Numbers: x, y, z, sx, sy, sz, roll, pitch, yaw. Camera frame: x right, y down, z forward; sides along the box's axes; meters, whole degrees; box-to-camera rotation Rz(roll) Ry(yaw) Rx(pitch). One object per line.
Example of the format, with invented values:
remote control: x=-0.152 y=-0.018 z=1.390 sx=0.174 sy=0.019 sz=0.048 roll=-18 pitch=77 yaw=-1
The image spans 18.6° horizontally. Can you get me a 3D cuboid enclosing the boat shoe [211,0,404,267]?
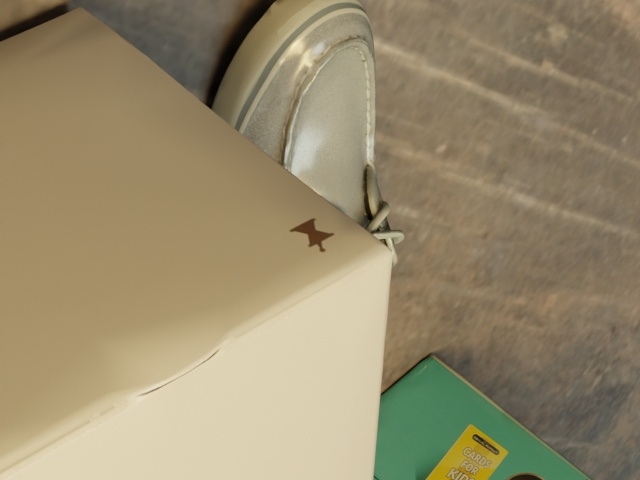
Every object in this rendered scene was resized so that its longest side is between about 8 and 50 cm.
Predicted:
boat shoe: x=-0.001 y=0.001 z=0.826 sx=0.079 sy=0.081 sz=0.228 roll=-23 pitch=138 yaw=-38

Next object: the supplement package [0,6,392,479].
supplement package: x=-0.101 y=0.100 z=0.708 sx=0.177 sy=0.175 sz=0.293 roll=-28 pitch=141 yaw=-31

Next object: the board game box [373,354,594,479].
board game box: x=0.162 y=0.244 z=1.028 sx=0.079 sy=0.336 sz=0.254 roll=-39 pitch=146 yaw=-20
